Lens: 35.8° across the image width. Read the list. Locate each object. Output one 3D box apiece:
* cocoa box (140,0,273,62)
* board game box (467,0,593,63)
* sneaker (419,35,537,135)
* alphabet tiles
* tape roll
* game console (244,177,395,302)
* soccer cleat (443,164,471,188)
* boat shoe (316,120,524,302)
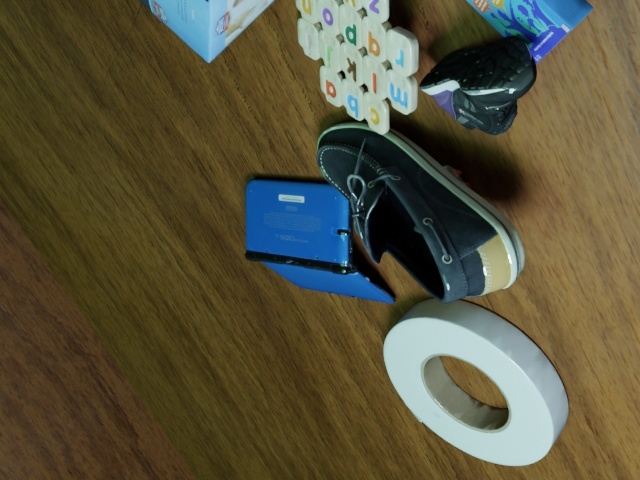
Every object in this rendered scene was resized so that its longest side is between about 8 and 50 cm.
[{"bbox_3d":[-0.166,-0.463,1.453,0.228,0.231,0.347,43,168,2],"label":"cocoa box"},{"bbox_3d":[0.251,-0.344,1.332,0.210,0.047,0.160,45,171,2],"label":"board game box"},{"bbox_3d":[0.256,-0.213,1.430,0.124,0.107,0.283,46,176,-16],"label":"sneaker"},{"bbox_3d":[0.055,-0.316,1.590,0.284,0.021,0.278,37,145,37],"label":"alphabet tiles"},{"bbox_3d":[0.302,0.285,1.968,0.392,0.072,0.392,29,143,24],"label":"tape roll"},{"bbox_3d":[0.000,0.000,2.035,0.293,0.173,0.250,7,99,43],"label":"game console"},{"bbox_3d":[0.234,-0.039,1.698,0.076,0.068,0.196,-13,120,30],"label":"soccer cleat"},{"bbox_3d":[0.122,-0.055,1.653,0.500,0.156,0.187,42,152,44],"label":"boat shoe"}]
